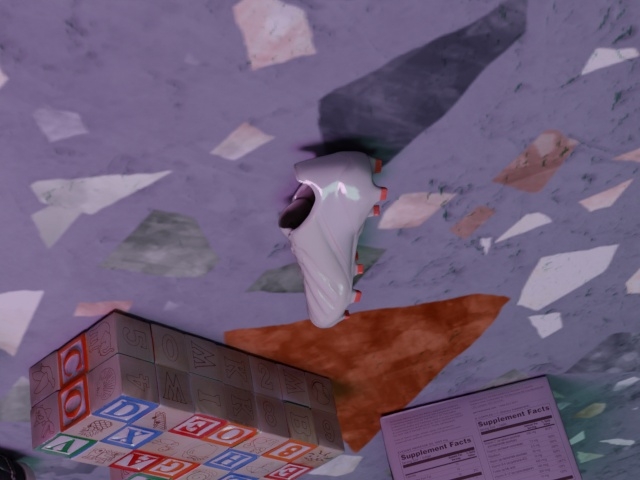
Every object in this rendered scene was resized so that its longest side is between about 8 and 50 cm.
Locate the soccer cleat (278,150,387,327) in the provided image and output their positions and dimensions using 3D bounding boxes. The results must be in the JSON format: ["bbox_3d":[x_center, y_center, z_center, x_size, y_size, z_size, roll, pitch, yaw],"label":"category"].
[{"bbox_3d":[0.000,0.000,0.929,0.076,0.068,0.196,0,138,-11],"label":"soccer cleat"}]

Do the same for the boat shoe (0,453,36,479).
[{"bbox_3d":[-0.393,0.326,1.180,0.233,0.084,0.079,-59,146,-7],"label":"boat shoe"}]

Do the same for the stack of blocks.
[{"bbox_3d":[-0.140,0.180,1.127,0.171,0.087,0.297,-33,142,29],"label":"stack of blocks"}]

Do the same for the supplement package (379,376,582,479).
[{"bbox_3d":[0.195,0.303,1.378,0.204,0.145,0.262,-14,147,1],"label":"supplement package"}]
